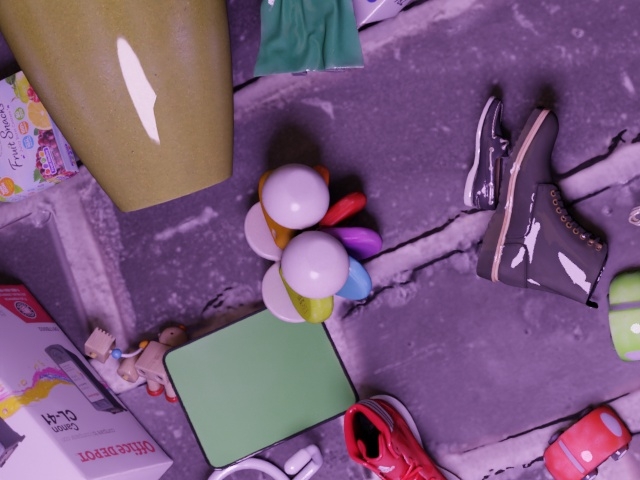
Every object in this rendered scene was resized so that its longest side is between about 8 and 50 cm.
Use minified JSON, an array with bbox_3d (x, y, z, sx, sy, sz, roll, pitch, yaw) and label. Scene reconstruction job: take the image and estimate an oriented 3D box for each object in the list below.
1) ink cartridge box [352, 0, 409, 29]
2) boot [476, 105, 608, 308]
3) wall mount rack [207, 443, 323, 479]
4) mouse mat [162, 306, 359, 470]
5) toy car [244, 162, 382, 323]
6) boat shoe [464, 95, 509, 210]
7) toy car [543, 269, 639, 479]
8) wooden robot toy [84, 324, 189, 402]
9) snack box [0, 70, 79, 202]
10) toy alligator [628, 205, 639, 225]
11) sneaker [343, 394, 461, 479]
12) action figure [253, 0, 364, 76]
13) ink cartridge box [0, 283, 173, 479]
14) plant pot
[{"bbox_3d":[0.088,-0.379,1.910,0.333,0.065,0.165,-44,73,12],"label":"ink cartridge box"},{"bbox_3d":[0.261,-0.035,1.826,0.137,0.077,0.197,19,108,17],"label":"boot"},{"bbox_3d":[-0.045,0.402,1.854,0.304,0.130,0.350,-43,72,-8],"label":"wall mount rack"},{"bbox_3d":[-0.068,0.159,1.933,0.190,0.007,0.152,-24,78,-6],"label":"mouse mat"},{"bbox_3d":[0.000,0.000,1.896,0.136,0.159,0.182,-11,74,-19],"label":"toy car"},{"bbox_3d":[0.189,-0.095,1.864,0.038,0.046,0.125,14,95,22],"label":"boat shoe"},{"bbox_3d":[0.337,0.143,1.790,0.239,0.053,0.225,-9,84,21],"label":"toy car"},{"bbox_3d":[-0.187,0.135,2.003,0.173,0.076,0.079,18,59,21],"label":"wooden robot toy"},{"bbox_3d":[-0.366,-0.130,2.088,0.100,0.037,0.141,-23,79,20],"label":"snack box"},{"bbox_3d":[0.406,-0.074,1.778,0.190,0.056,0.051,-25,37,20],"label":"toy alligator"},{"bbox_3d":[0.092,0.268,1.839,0.087,0.128,0.221,-44,73,14],"label":"sneaker"},{"bbox_3d":[-0.011,-0.300,1.876,0.137,0.063,0.232,-1,90,23],"label":"action figure"},{"bbox_3d":[-0.348,0.198,1.964,0.306,0.226,0.131,45,104,16],"label":"ink cartridge box"},{"bbox_3d":[-0.210,-0.191,1.934,0.275,0.275,0.293,-15,98,20],"label":"plant pot"}]
